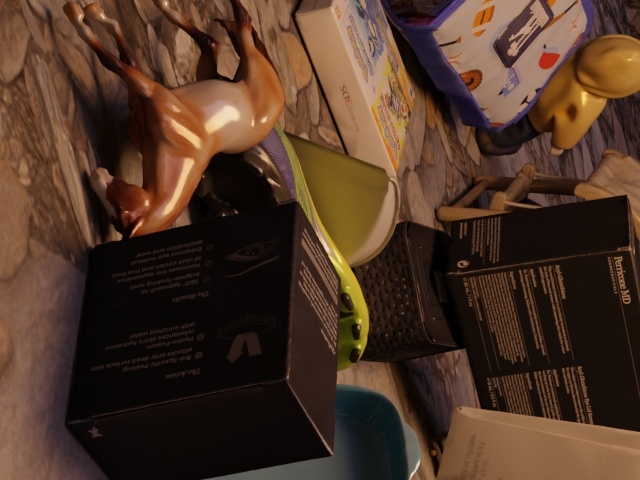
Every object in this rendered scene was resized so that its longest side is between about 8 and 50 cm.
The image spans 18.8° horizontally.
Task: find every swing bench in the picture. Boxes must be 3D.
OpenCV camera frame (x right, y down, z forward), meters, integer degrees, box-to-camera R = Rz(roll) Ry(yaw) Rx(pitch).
[{"bbox_3d":[0.305,-0.012,2.376,0.253,0.254,0.165,-38,114,-71],"label":"swing bench"}]

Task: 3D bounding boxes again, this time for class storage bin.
[{"bbox_3d":[0.082,0.054,1.928,0.180,0.084,0.122,13,65,-70],"label":"storage bin"}]

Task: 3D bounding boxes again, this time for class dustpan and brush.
[{"bbox_3d":[0.000,0.000,1.705,0.060,0.147,0.211,-34,140,-51],"label":"dustpan and brush"}]

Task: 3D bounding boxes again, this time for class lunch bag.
[{"bbox_3d":[0.197,-0.361,2.359,0.328,0.239,0.385,45,52,-60],"label":"lunch bag"}]

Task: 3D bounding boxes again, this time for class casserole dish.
[{"bbox_3d":[-0.020,0.160,1.439,0.037,0.188,0.114,110,-20,-48],"label":"casserole dish"}]

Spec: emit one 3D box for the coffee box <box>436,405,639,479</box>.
[{"bbox_3d":[0.287,0.385,1.767,0.334,0.338,0.338,51,51,-54],"label":"coffee box"}]

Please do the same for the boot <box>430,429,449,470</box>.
[{"bbox_3d":[0.162,0.282,2.026,0.213,0.077,0.165,-41,116,-73],"label":"boot"}]

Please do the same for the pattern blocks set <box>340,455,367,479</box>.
[{"bbox_3d":[0.035,0.268,1.575,0.285,0.026,0.325,82,-5,-47],"label":"pattern blocks set"}]

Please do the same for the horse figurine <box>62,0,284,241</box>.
[{"bbox_3d":[-0.097,-0.114,1.454,0.263,0.066,0.174,-29,89,-54],"label":"horse figurine"}]

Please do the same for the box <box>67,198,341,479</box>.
[{"bbox_3d":[-0.075,0.072,1.311,0.093,0.156,0.158,61,24,-44],"label":"box"}]

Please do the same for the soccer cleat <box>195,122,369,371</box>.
[{"bbox_3d":[-0.027,-0.007,1.622,0.121,0.093,0.289,-88,157,-49],"label":"soccer cleat"}]

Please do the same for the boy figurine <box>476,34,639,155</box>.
[{"bbox_3d":[0.314,-0.207,2.518,0.092,0.285,0.177,1,72,-39],"label":"boy figurine"}]

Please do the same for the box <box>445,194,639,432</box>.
[{"bbox_3d":[0.245,0.097,1.959,0.103,0.184,0.261,-76,155,-54],"label":"box"}]

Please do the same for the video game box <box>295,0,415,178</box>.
[{"bbox_3d":[0.040,-0.192,2.037,0.187,0.048,0.205,-71,144,-56],"label":"video game box"}]
